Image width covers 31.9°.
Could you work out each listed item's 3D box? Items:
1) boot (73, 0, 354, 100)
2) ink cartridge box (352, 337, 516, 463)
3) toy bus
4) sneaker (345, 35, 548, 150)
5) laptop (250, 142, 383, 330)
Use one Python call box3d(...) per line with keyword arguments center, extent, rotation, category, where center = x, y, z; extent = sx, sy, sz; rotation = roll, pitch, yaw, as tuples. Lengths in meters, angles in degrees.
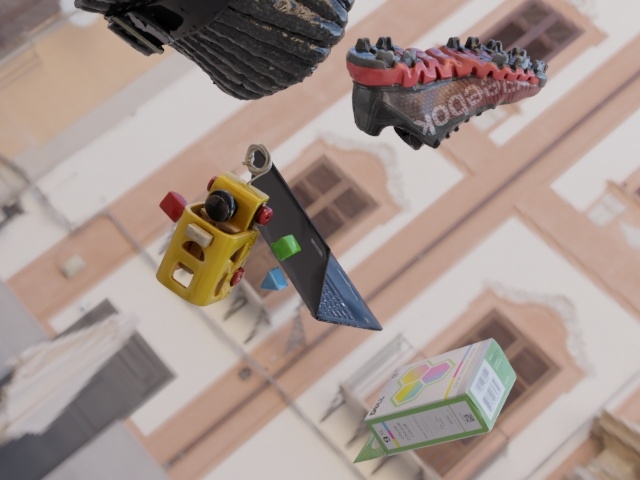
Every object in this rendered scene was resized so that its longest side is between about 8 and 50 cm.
box3d(center=(-0.155, -0.216, 0.861), extent=(0.260, 0.131, 0.348), rotation=(19, 6, -33), category="boot")
box3d(center=(0.124, 0.198, 1.365), extent=(0.209, 0.109, 0.062), rotation=(-23, -72, 37), category="ink cartridge box")
box3d(center=(-0.145, -0.010, 1.524), extent=(0.104, 0.191, 0.202), rotation=(-22, 95, -63), category="toy bus")
box3d(center=(0.156, -0.182, 1.400), extent=(0.097, 0.276, 0.135), rotation=(-132, -137, -56), category="sneaker")
box3d(center=(0.000, 0.000, 1.716), extent=(0.264, 0.136, 0.234), rotation=(15, 35, -49), category="laptop")
